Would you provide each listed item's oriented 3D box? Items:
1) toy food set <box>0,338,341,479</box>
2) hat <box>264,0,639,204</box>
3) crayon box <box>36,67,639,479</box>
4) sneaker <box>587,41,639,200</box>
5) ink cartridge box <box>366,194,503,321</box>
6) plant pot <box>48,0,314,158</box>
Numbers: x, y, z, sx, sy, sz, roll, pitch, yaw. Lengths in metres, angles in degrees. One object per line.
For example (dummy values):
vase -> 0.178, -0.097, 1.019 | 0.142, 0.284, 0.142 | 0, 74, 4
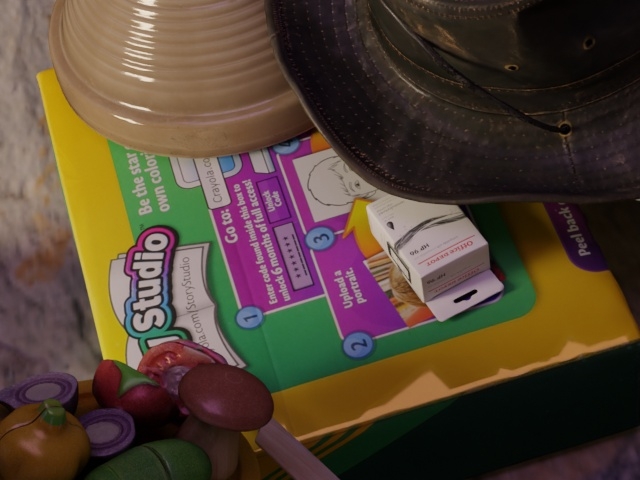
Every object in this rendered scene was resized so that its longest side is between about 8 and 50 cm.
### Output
toy food set -> -0.089, 0.092, 0.871 | 0.218, 0.071, 0.128 | -7, 39, -40
hat -> 0.126, -0.178, 0.976 | 0.331, 0.134, 0.331 | -2, 66, 4
crayon box -> 0.000, 0.000, 1.104 | 0.313, 0.106, 0.363 | -17, 51, -3
sneaker -> 0.266, -0.046, 1.062 | 0.145, 0.147, 0.385 | -47, 65, -4
ink cartridge box -> 0.069, 0.004, 1.001 | 0.048, 0.028, 0.083 | -28, 54, -11
plant pot -> -0.076, -0.176, 1.121 | 0.237, 0.109, 0.237 | -6, 49, 7
